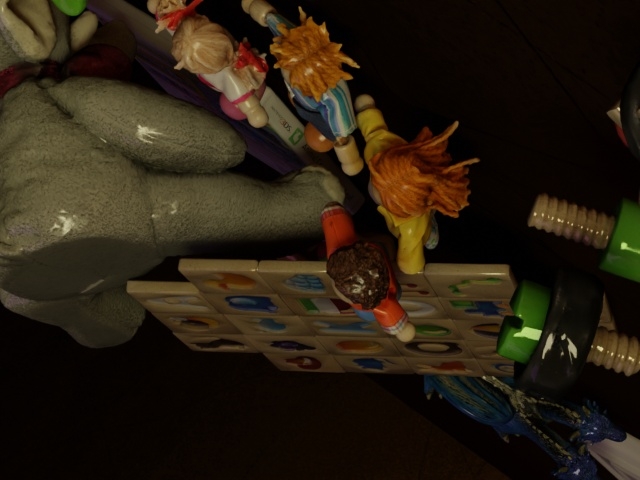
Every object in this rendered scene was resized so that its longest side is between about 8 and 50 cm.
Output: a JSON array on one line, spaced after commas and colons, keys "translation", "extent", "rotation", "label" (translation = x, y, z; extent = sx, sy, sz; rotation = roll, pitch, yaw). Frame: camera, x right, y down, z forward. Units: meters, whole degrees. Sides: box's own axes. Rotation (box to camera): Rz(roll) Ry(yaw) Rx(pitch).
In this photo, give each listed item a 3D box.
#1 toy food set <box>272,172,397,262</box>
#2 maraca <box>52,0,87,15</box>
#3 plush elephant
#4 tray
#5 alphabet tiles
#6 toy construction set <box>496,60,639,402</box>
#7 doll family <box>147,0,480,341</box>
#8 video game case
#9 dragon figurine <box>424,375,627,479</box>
[{"translation": [0.000, 0.000, 1.729], "extent": [0.128, 0.071, 0.218], "rotation": [36, 173, 12], "label": "toy food set"}, {"translation": [-0.196, -0.210, 1.168], "extent": [0.186, 0.127, 0.099], "rotation": [25, -146, 14], "label": "maraca"}, {"translation": [-0.197, -0.089, 1.398], "extent": [0.330, 0.272, 0.255], "rotation": [10, -120, -45], "label": "plush elephant"}, {"translation": [0.340, 0.238, 1.789], "extent": [0.145, 0.030, 0.270], "rotation": [43, 171, -35], "label": "tray"}, {"translation": [0.045, 0.060, 1.402], "extent": [0.342, 0.011, 0.285], "rotation": [1, 163, 14], "label": "alphabet tiles"}, {"translation": [0.202, 0.051, 0.688], "extent": [0.237, 0.257, 0.309], "rotation": [19, 150, -1], "label": "toy construction set"}, {"translation": [0.010, -0.069, 1.160], "extent": [0.263, 0.118, 0.163], "rotation": [54, -179, 6], "label": "doll family"}, {"translation": [-0.077, -0.114, 1.561], "extent": [0.212, 0.023, 0.193], "rotation": [33, 173, 34], "label": "video game case"}, {"translation": [0.148, 0.122, 1.741], "extent": [0.289, 0.085, 0.144], "rotation": [36, 173, -1], "label": "dragon figurine"}]
